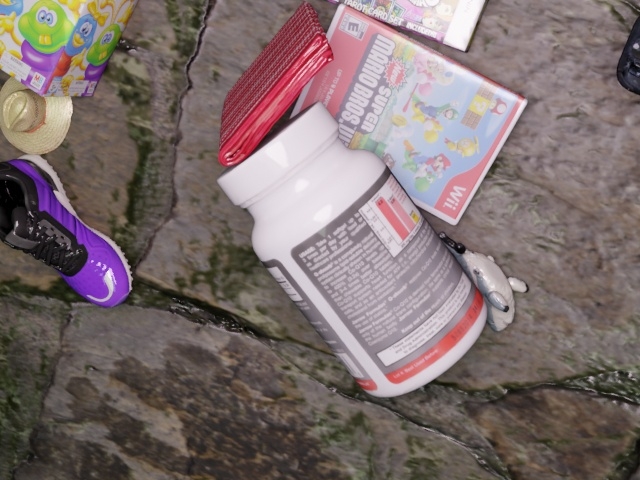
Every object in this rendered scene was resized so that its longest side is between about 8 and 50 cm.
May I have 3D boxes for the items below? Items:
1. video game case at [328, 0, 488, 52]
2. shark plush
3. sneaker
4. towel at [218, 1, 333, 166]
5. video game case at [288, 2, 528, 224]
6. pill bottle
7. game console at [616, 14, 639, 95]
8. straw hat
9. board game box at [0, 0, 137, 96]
[{"bbox_3d":[0.130,-0.393,1.059,0.232,0.042,0.210,24,105,9],"label":"video game case"},{"bbox_3d":[0.219,0.058,1.118,0.161,0.073,0.067,42,137,-1],"label":"shark plush"},{"bbox_3d":[-0.425,-0.002,1.218,0.102,0.146,0.293,-41,88,17],"label":"sneaker"},{"bbox_3d":[-0.064,-0.213,1.033,0.031,0.275,0.199,38,107,-20],"label":"towel"},{"bbox_3d":[0.112,-0.173,1.094,0.285,0.025,0.204,29,116,6],"label":"video game case"},{"bbox_3d":[0.041,0.011,1.042,0.210,0.210,0.363,-34,101,17],"label":"pill bottle"},{"bbox_3d":[0.533,-0.186,0.910,0.361,0.044,0.213,19,91,0],"label":"game console"},{"bbox_3d":[-0.468,-0.205,1.236,0.145,0.061,0.144,3,101,13],"label":"straw hat"},{"bbox_3d":[-0.364,-0.364,1.137,0.144,0.142,0.275,33,106,6],"label":"board game box"}]
